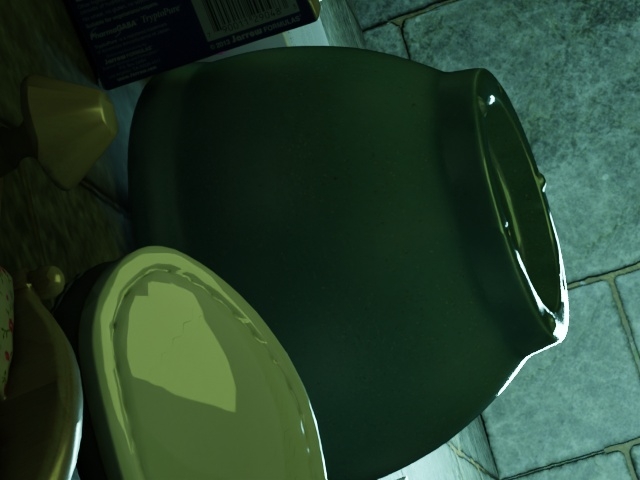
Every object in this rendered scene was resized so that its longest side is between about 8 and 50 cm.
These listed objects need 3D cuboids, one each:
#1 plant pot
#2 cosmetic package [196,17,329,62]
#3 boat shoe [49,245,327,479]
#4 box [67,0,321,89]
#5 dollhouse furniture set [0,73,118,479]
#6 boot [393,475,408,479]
[{"bbox_3d":[0.037,0.002,0.944,0.293,0.196,0.293,-17,90,-72],"label":"plant pot"},{"bbox_3d":[-0.092,-0.268,1.213,0.284,0.097,0.377,-74,145,-79],"label":"cosmetic package"},{"bbox_3d":[-0.044,0.134,0.646,0.109,0.091,0.305,-48,126,-37],"label":"boat shoe"},{"bbox_3d":[-0.101,-0.209,0.853,0.036,0.136,0.225,-81,153,-63],"label":"box"},{"bbox_3d":[-0.106,-0.078,0.389,0.355,0.173,0.303,-100,168,-49],"label":"dollhouse furniture set"},{"bbox_3d":[0.079,0.263,1.408,0.106,0.037,0.114,85,-4,-60],"label":"boot"}]
